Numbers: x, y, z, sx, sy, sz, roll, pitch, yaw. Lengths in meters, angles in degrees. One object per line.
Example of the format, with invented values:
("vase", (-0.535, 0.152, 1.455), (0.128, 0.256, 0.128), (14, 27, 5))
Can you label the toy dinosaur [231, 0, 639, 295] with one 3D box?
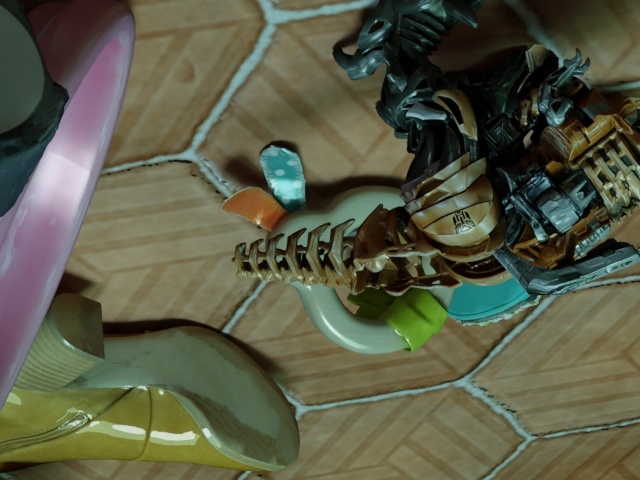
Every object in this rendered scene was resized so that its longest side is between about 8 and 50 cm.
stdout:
("toy dinosaur", (0.097, -0.051, 1.079), (0.321, 0.218, 0.164), (-9, 146, -4))

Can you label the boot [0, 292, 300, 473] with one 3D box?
("boot", (-0.183, 0.144, 1.392), (0.211, 0.104, 0.295), (-30, 136, 33))

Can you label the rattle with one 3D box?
("rattle", (0.000, 0.000, 1.287), (0.199, 0.143, 0.130), (23, 102, -18))

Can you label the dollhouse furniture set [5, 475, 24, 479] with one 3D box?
("dollhouse furniture set", (-0.427, 0.263, 1.368), (0.394, 0.256, 0.362), (26, 143, 11))

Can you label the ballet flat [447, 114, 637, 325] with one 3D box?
("ballet flat", (0.174, -0.013, 1.278), (0.077, 0.091, 0.241), (-13, 156, -38))

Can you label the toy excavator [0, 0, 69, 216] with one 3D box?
("toy excavator", (-0.379, -0.134, 0.699), (0.445, 0.433, 0.222), (-2, 150, -34))

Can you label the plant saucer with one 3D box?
("plant saucer", (-0.206, 0.002, 1.008), (0.084, 0.332, 0.332), (22, 139, -2))
